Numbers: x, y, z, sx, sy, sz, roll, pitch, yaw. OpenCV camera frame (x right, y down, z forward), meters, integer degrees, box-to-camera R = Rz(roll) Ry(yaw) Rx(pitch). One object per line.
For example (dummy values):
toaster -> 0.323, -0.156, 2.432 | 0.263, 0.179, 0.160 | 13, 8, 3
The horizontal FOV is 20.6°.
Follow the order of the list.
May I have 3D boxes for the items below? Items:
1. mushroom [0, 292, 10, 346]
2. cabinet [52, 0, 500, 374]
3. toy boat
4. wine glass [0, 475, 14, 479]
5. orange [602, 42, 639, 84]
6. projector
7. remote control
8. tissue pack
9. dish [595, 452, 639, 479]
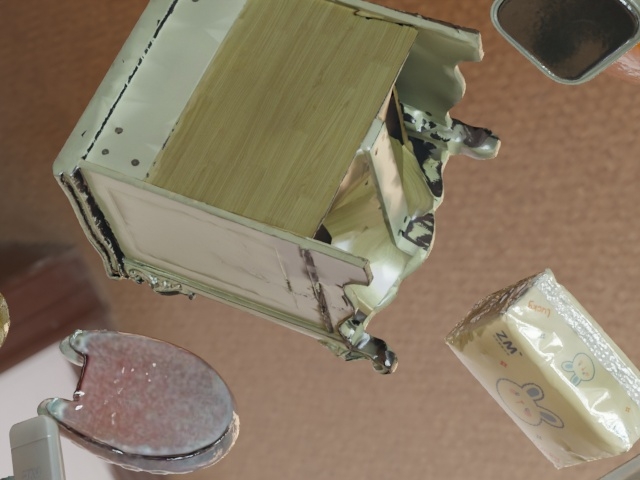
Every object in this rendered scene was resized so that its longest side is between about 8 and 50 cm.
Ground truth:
mushroom -> -0.354, 0.100, 1.561 | 0.092, 0.223, 0.081 | -12, 103, 24
cabinet -> -0.029, -0.079, 1.696 | 0.318, 0.290, 0.227 | 19, 155, 18
toy boat -> -0.204, 0.192, 2.027 | 0.227, 0.155, 0.085 | 16, 154, 0
wine glass -> -0.356, 0.309, 1.798 | 0.222, 0.103, 0.103 | -35, 87, 48
orange -> 0.334, -0.360, 1.886 | 0.424, 0.424, 0.326 | 37, 94, 25
projector -> 0.166, -0.163, 1.136 | 0.083, 0.082, 0.083 | 40, 132, -14
remote control -> -0.217, 0.233, 1.404 | 0.050, 0.027, 0.184 | -21, 70, 38
tissue pack -> 0.241, 0.137, 1.845 | 0.196, 0.092, 0.148 | 49, 153, -4
dish -> 0.149, 0.156, 0.871 | 0.064, 0.234, 0.154 | 51, 126, 18
